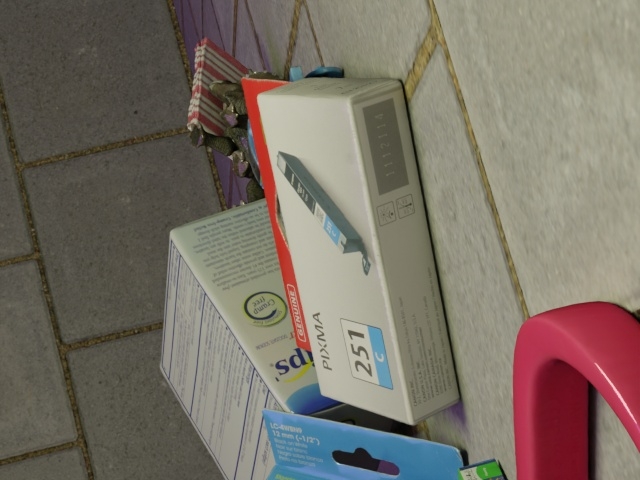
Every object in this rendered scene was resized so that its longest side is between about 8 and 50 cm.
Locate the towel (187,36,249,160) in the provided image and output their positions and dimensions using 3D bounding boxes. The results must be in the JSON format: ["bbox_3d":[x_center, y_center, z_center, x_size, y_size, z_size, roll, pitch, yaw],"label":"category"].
[{"bbox_3d":[-0.119,-0.176,1.774,0.144,0.029,0.197,35,-143,-30],"label":"towel"}]

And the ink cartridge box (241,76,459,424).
[{"bbox_3d":[0.000,0.000,1.198,0.261,0.066,0.296,11,117,54],"label":"ink cartridge box"}]

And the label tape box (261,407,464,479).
[{"bbox_3d":[0.033,0.356,1.271,0.249,0.115,0.347,5,114,38],"label":"label tape box"}]

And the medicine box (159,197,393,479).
[{"bbox_3d":[-0.055,0.148,1.503,0.289,0.149,0.263,53,149,31],"label":"medicine box"}]

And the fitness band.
[{"bbox_3d":[0.165,0.170,0.734,0.209,0.054,0.290,-110,10,-53],"label":"fitness band"}]

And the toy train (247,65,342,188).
[{"bbox_3d":[-0.024,-0.117,1.358,0.184,0.105,0.080,100,155,-73],"label":"toy train"}]

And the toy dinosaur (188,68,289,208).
[{"bbox_3d":[-0.061,-0.103,1.644,0.121,0.160,0.313,-44,68,42],"label":"toy dinosaur"}]

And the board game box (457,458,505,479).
[{"bbox_3d":[0.154,0.297,1.076,0.136,0.035,0.201,-113,11,-49],"label":"board game box"}]
